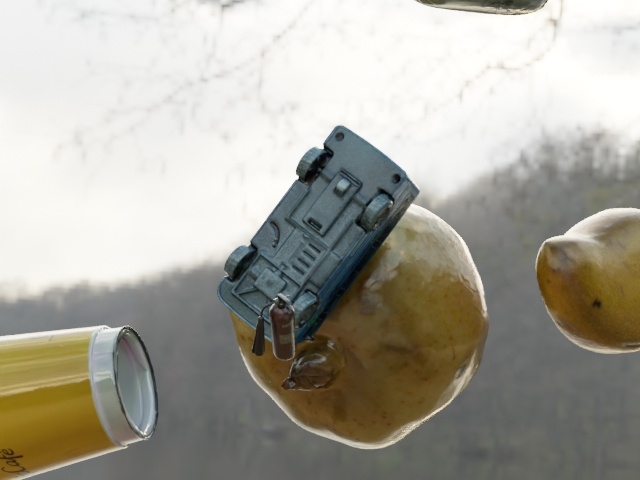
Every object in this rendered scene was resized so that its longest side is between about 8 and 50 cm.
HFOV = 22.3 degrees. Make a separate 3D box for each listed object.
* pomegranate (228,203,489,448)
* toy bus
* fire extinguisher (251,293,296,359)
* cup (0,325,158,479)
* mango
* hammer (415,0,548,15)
[{"bbox_3d":[0.046,0.107,2.045,0.342,0.342,0.342,5,-6,1],"label":"pomegranate"},{"bbox_3d":[0.000,0.000,1.855,0.113,0.246,0.134,37,4,17],"label":"toy bus"},{"bbox_3d":[-0.047,0.084,1.591,0.046,0.032,0.100,-7,-39,-2],"label":"fire extinguisher"},{"bbox_3d":[-0.335,0.187,1.830,0.279,0.196,0.196,-11,-10,11],"label":"cup"},{"bbox_3d":[0.352,0.050,1.969,0.295,0.177,0.120,-7,-7,-43],"label":"mango"},{"bbox_3d":[0.147,-0.393,1.778,0.202,0.305,0.113,0,-20,-43],"label":"hammer"}]
